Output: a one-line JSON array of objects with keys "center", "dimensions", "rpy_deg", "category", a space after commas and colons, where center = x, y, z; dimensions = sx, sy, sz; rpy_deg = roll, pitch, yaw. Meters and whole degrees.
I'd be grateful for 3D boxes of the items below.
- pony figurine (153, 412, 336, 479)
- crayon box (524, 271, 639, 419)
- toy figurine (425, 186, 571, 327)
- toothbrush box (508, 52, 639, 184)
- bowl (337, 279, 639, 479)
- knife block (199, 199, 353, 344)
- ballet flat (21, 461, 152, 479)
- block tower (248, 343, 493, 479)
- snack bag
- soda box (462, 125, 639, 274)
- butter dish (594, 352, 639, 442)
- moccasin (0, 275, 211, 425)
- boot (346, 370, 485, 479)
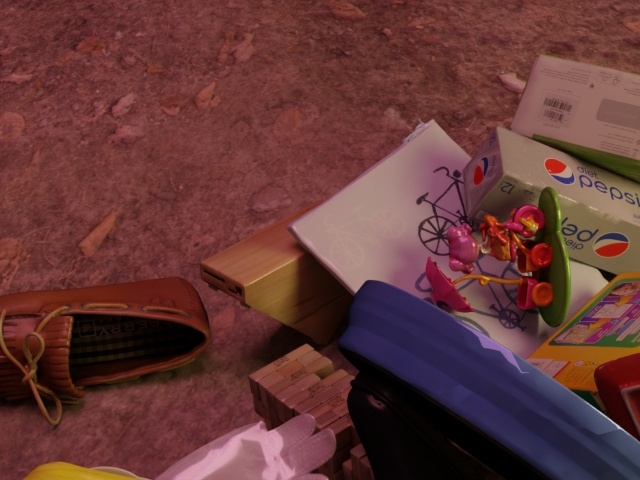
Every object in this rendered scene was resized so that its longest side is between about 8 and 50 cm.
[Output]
[{"center": [-0.113, 0.348, 1.136], "dimensions": [0.351, 0.363, 0.303], "rpy_deg": [-15, 33, -12], "category": "pony figurine"}, {"center": [0.360, 0.133, 1.574], "dimensions": [0.278, 0.081, 0.165], "rpy_deg": [-35, 20, -36], "category": "crayon box"}, {"center": [0.207, 0.024, 1.631], "dimensions": [0.159, 0.173, 0.130], "rpy_deg": [-3, 8, -10], "category": "toy figurine"}, {"center": [0.418, -0.140, 1.846], "dimensions": [0.206, 0.122, 0.283], "rpy_deg": [19, -2, 34], "category": "toothbrush box"}, {"center": [0.183, 0.180, 1.333], "dimensions": [0.391, 0.391, 0.077], "rpy_deg": [28, 80, 42], "category": "bowl"}, {"center": [0.000, 0.000, 1.744], "dimensions": [0.088, 0.275, 0.242], "rpy_deg": [24, 86, 40], "category": "knife block"}, {"center": [-0.119, 0.210, 1.027], "dimensions": [0.231, 0.077, 0.077], "rpy_deg": [11, 18, 1], "category": "ballet flat"}, {"center": [0.058, 0.239, 1.515], "dimensions": [0.097, 0.091, 0.335], "rpy_deg": [-28, 39, -27], "category": "block tower"}, {"center": [0.160, 0.028, 1.715], "dimensions": [0.342, 0.037, 0.323], "rpy_deg": [44, 53, 11], "category": "snack bag"}, {"center": [0.330, -0.043, 1.752], "dimensions": [0.286, 0.091, 0.098], "rpy_deg": [19, 41, -19], "category": "soda box"}, {"center": [0.390, 0.161, 1.409], "dimensions": [0.160, 0.160, 0.118], "rpy_deg": [-19, 15, 29], "category": "butter dish"}, {"center": [-0.329, 0.144, 1.714], "dimensions": [0.380, 0.139, 0.147], "rpy_deg": [-5, 23, -13], "category": "moccasin"}, {"center": [0.059, 0.279, 1.302], "dimensions": [0.207, 0.246, 0.094], "rpy_deg": [-43, 5, -11], "category": "boot"}]
